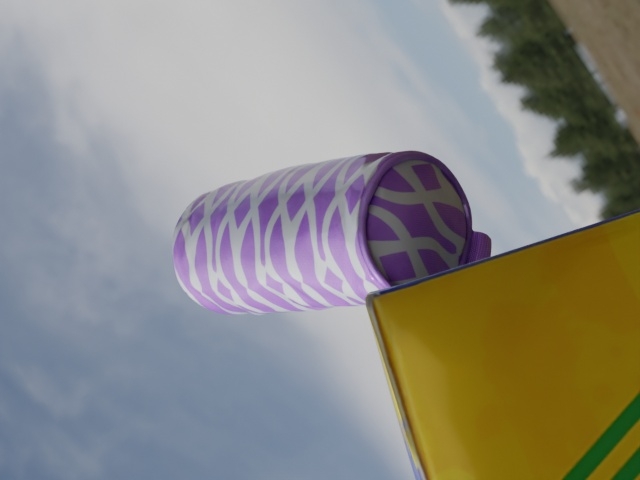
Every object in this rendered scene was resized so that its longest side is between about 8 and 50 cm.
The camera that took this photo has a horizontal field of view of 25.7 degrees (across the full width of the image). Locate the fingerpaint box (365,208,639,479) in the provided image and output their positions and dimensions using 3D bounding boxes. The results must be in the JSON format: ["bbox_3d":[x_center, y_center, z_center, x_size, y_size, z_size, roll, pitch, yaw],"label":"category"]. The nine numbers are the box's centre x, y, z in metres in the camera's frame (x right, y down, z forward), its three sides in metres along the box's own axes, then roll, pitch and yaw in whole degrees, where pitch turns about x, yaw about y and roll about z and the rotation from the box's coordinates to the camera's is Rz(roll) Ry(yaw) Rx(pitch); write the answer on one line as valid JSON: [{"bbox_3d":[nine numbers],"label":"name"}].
[{"bbox_3d":[0.220,0.054,0.609,0.445,0.371,0.163,58,-166,-82],"label":"fingerpaint box"}]

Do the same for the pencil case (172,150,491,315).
[{"bbox_3d":[0.000,0.000,0.790,0.088,0.206,0.086,16,-102,-36],"label":"pencil case"}]
